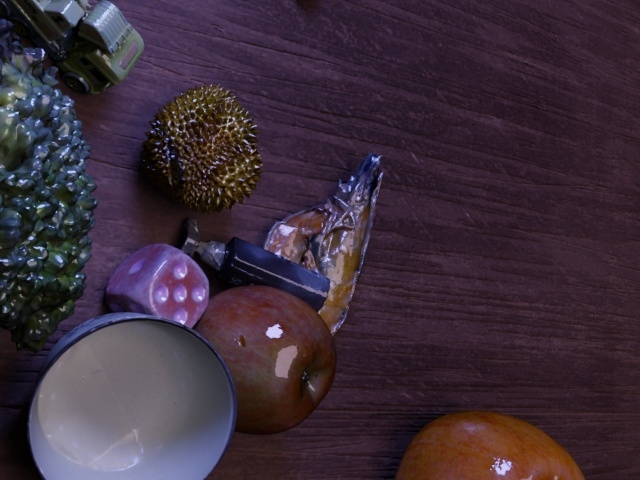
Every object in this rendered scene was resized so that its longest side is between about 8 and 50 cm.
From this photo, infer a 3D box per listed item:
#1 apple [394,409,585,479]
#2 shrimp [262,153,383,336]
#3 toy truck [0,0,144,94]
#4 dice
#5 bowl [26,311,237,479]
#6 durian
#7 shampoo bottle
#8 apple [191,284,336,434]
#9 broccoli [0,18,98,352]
[{"bbox_3d":[0.261,0.402,1.723,0.299,0.275,0.299,4,83,-38],"label":"apple"},{"bbox_3d":[0.000,0.000,1.631,0.164,0.062,0.317,36,68,-35],"label":"shrimp"},{"bbox_3d":[-0.284,-0.257,1.329,0.191,0.116,0.085,47,60,-31],"label":"toy truck"},{"bbox_3d":[-0.197,0.064,1.415,0.094,0.093,0.091,-53,122,-31],"label":"dice"},{"bbox_3d":[-0.227,0.184,1.332,0.237,0.126,0.238,-6,106,-22],"label":"bowl"},{"bbox_3d":[-0.144,-0.109,1.451,0.158,0.137,0.168,51,44,-4],"label":"durian"},{"bbox_3d":[-0.088,0.034,1.520,0.207,0.057,0.063,24,43,-21],"label":"shampoo bottle"},{"bbox_3d":[-0.076,0.150,1.456,0.188,0.174,0.188,-28,125,-48],"label":"apple"},{"bbox_3d":[-0.332,-0.056,1.159,0.272,0.324,0.334,-3,79,-34],"label":"broccoli"}]
